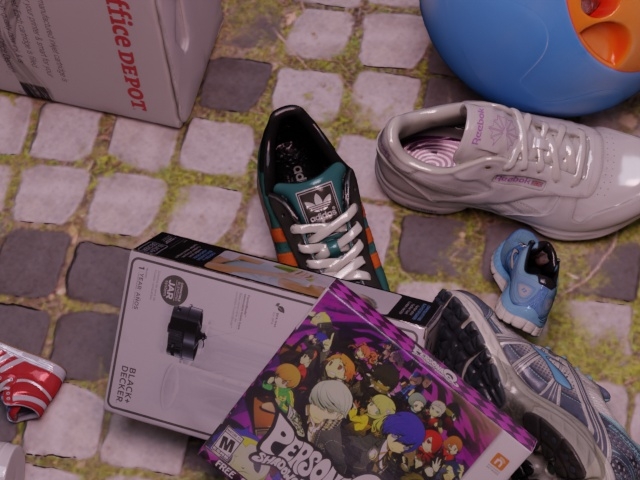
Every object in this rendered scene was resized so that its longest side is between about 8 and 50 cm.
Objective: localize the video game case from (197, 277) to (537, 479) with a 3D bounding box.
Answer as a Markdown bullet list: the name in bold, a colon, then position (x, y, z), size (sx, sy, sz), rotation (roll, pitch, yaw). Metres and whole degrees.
- **video game case**: position (0.039, 0.185, 1.483), size (0.232, 0.042, 0.210), rotation (39, 109, 3)

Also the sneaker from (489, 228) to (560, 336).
- **sneaker**: position (0.211, 0.029, 1.617), size (0.063, 0.073, 0.162), rotation (26, 25, -11)

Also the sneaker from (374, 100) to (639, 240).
- **sneaker**: position (0.201, -0.074, 1.657), size (0.305, 0.152, 0.114), rotation (3, 73, 7)

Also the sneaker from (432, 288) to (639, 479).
- **sneaker**: position (0.201, 0.152, 1.577), size (0.122, 0.110, 0.283), rotation (-6, 44, -36)

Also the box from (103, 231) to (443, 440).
- **box**: position (-0.045, 0.112, 1.559), size (0.290, 0.087, 0.169), rotation (14, 105, 12)

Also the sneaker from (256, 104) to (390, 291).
- **sneaker**: position (0.000, 0.000, 1.647), size (0.108, 0.121, 0.302), rotation (-19, 61, -7)

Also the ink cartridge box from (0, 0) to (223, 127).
- **ink cartridge box**: position (-0.317, -0.293, 1.738), size (0.395, 0.285, 0.166), rotation (13, 62, 10)

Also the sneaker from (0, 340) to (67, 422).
- **sneaker**: position (-0.317, 0.138, 1.633), size (0.118, 0.042, 0.067), rotation (16, 59, 10)

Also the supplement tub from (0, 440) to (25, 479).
- **supplement tub**: position (-0.341, 0.221, 1.571), size (0.107, 0.071, 0.071), rotation (7, 61, 6)

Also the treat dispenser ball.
- **treat dispenser ball**: position (0.243, -0.269, 1.690), size (0.288, 0.288, 0.288), rotation (-1, 60, 3)
